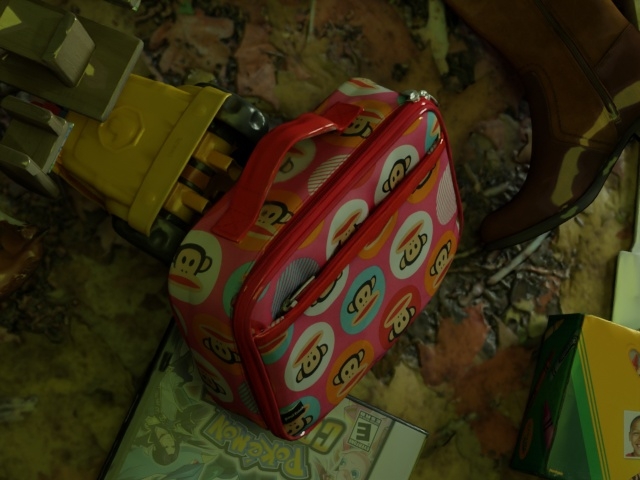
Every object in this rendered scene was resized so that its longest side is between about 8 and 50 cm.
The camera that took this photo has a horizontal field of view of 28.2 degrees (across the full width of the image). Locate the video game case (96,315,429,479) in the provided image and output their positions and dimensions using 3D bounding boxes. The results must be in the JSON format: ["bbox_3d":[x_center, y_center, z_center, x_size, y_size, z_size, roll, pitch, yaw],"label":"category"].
[{"bbox_3d":[-0.065,0.239,1.192,0.275,0.035,0.248,26,79,-13],"label":"video game case"}]

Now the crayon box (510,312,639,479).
[{"bbox_3d":[0.348,0.192,1.294,0.278,0.081,0.165,18,80,-14],"label":"crayon box"}]

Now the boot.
[{"bbox_3d":[0.200,-0.160,1.272,0.264,0.096,0.280,-39,86,12],"label":"boot"}]

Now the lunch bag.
[{"bbox_3d":[0.000,0.000,1.105,0.293,0.120,0.258,-48,144,-27],"label":"lunch bag"}]

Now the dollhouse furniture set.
[{"bbox_3d":[-0.264,-0.164,1.060,0.242,0.161,0.212,22,78,12],"label":"dollhouse furniture set"}]

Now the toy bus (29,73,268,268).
[{"bbox_3d":[-0.153,-0.066,1.135,0.211,0.220,0.149,24,81,21],"label":"toy bus"}]

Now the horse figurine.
[{"bbox_3d":[-0.365,0.074,1.104,0.174,0.066,0.263,24,76,-7],"label":"horse figurine"}]

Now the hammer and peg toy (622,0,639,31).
[{"bbox_3d":[0.475,-0.324,1.354,0.361,0.127,0.266,-8,87,-17],"label":"hammer and peg toy"}]

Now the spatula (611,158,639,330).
[{"bbox_3d":[0.398,-0.011,1.363,0.168,0.019,0.242,10,81,-10],"label":"spatula"}]
